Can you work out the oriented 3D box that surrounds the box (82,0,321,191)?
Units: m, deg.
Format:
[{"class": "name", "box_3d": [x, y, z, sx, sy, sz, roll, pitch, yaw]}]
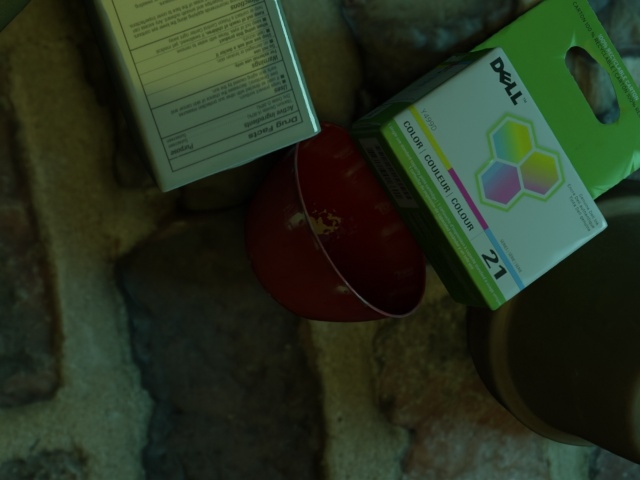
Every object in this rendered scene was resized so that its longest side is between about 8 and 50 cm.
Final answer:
[{"class": "box", "box_3d": [-0.120, -0.212, 1.316, 0.148, 0.121, 0.311, -20, 114, -10]}]

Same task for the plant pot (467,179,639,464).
[{"class": "plant pot", "box_3d": [0.294, 0.098, 1.504, 0.263, 0.229, 0.263, -5, 110, -15]}]

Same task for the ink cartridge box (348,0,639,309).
[{"class": "ink cartridge box", "box_3d": [0.183, -0.089, 1.437, 0.255, 0.097, 0.189, -35, 100, -12]}]

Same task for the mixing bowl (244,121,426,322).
[{"class": "mixing bowl", "box_3d": [0.000, 0.000, 1.424, 0.098, 0.181, 0.181, -28, 120, 29]}]

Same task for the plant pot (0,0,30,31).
[{"class": "plant pot", "box_3d": [-0.260, -0.239, 1.140, 0.254, 0.237, 0.237, -18, 123, 37]}]
